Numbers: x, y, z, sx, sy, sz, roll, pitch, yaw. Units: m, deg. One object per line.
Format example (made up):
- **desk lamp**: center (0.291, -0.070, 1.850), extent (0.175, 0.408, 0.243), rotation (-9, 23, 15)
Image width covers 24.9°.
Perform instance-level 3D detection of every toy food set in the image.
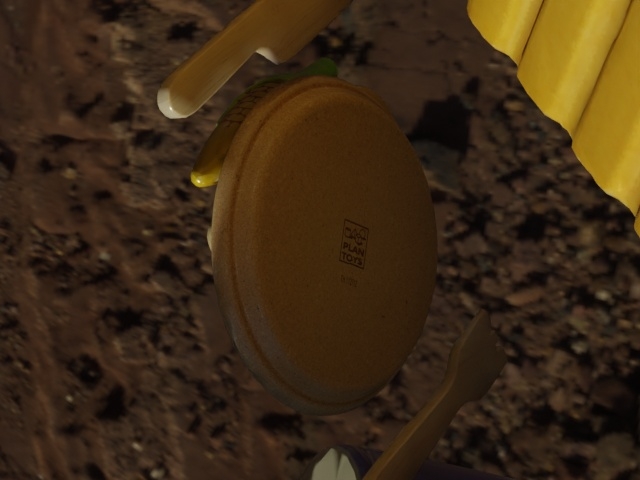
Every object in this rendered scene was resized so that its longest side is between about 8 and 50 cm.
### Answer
- **toy food set**: center (0.000, 0.000, 0.533), extent (0.132, 0.038, 0.192), rotation (-45, 122, -42)

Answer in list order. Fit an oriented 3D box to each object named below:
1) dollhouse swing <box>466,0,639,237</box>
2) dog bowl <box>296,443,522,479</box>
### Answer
- **dollhouse swing**: center (-0.003, -0.140, 0.288), extent (0.305, 0.347, 0.315), rotation (-5, 134, -26)
- **dog bowl**: center (0.026, 0.223, 0.608), extent (0.104, 0.265, 0.265), rotation (14, 90, -11)
